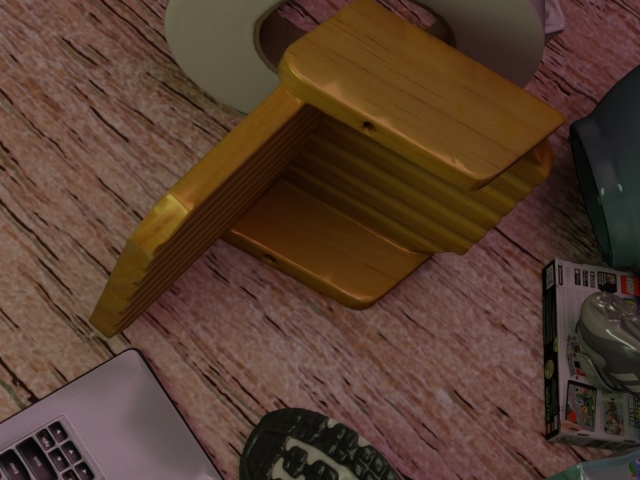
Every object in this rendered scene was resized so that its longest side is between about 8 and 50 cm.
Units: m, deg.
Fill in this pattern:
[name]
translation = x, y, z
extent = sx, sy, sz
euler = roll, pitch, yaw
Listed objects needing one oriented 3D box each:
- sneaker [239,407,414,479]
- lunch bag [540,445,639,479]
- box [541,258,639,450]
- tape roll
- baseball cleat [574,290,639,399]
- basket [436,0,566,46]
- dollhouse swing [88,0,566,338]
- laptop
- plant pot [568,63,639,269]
[sneaker]
translation = 0.098, 0.307, 1.410
extent = 0.410, 0.182, 0.158
euler = 32, 91, 23
[lunch bag]
translation = 0.363, 0.321, 1.488
extent = 0.262, 0.160, 0.223
euler = -7, 70, -30
[box]
translation = 0.308, 0.129, 1.618
extent = 0.114, 0.036, 0.207
euler = 10, 65, -15
[tape roll]
translation = 0.035, -0.226, 1.479
extent = 0.392, 0.392, 0.072
euler = 11, 65, -15
[baseball cleat]
translation = 0.347, 0.145, 1.531
extent = 0.072, 0.109, 0.206
euler = -19, 53, -24
[basket]
translation = 0.200, -0.291, 1.724
extent = 0.113, 0.103, 0.167
euler = -14, 72, -24
[dollhouse swing]
translation = 0.000, 0.000, 1.387
extent = 0.315, 0.347, 0.305
euler = 29, 60, -6
[laptop]
translation = -0.203, 0.311, 1.246
extent = 0.408, 0.236, 0.382
euler = -30, 81, -28
[plant pot]
translation = 0.395, -0.075, 1.623
extent = 0.196, 0.293, 0.293
euler = -15, 71, 4
